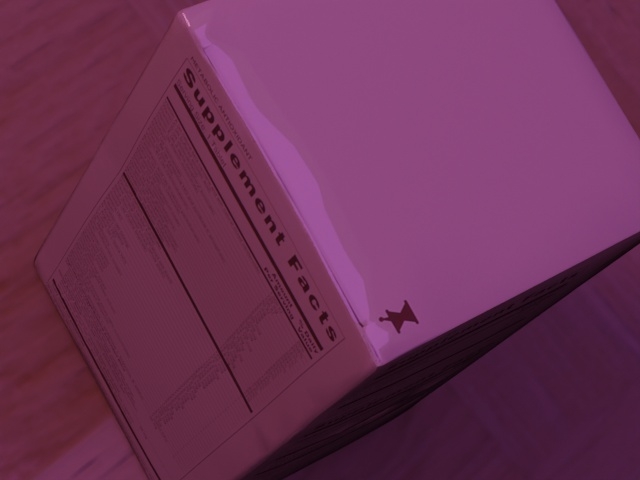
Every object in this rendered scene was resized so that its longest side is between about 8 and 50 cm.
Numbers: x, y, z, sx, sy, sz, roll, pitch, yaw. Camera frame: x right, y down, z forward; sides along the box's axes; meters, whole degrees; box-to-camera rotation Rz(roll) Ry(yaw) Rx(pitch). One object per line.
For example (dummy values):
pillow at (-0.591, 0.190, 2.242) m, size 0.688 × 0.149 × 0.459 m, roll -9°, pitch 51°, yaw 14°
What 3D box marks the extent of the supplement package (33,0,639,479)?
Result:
supplement package at (0.000, 0.000, 0.701) m, size 0.134 × 0.244 × 0.139 m, roll -25°, pitch 81°, yaw -27°
